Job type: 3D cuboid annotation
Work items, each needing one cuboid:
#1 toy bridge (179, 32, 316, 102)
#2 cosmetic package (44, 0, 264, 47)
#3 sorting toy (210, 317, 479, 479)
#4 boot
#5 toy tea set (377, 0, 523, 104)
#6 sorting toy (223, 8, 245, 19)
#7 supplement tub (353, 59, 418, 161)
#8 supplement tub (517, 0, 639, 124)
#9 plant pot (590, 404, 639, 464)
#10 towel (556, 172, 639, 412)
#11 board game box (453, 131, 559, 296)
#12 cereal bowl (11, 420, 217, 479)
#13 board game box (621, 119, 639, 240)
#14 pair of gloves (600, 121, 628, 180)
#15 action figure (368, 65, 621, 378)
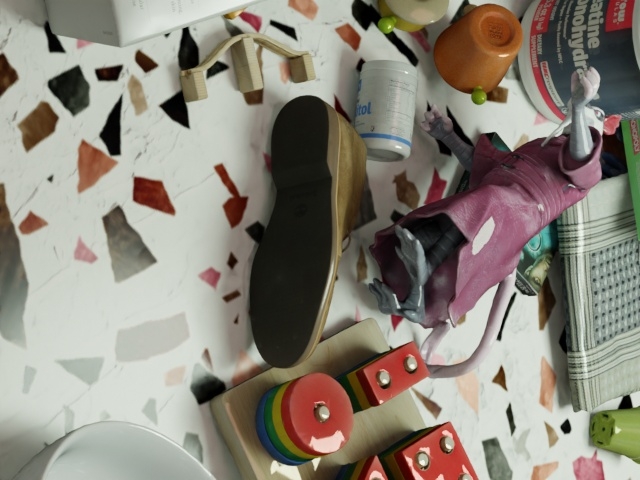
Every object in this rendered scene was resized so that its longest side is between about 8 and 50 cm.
[{"bbox_3d":[-0.083,-0.194,1.838,0.188,0.026,0.063,-15,94,-44],"label":"toy bridge"},{"bbox_3d":[-0.098,-0.337,1.673,0.366,0.155,0.197,-22,113,-31],"label":"cosmetic package"},{"bbox_3d":[0.044,0.236,1.840,0.255,0.089,0.257,-25,90,-42],"label":"sorting toy"},{"bbox_3d":[0.000,0.000,1.857,0.115,0.112,0.305,28,65,-51],"label":"boot"},{"bbox_3d":[0.195,-0.328,2.092,0.200,0.124,0.336,36,61,-3],"label":"toy tea set"},{"bbox_3d":[-0.121,-0.398,1.760,0.229,0.041,0.307,-43,118,-14],"label":"sorting toy"},{"bbox_3d":[0.076,-0.151,1.961,0.071,0.071,0.107,18,73,-43],"label":"supplement tub"},{"bbox_3d":[0.409,-0.252,2.158,0.191,0.272,0.191,5,82,-44],"label":"supplement tub"},{"bbox_3d":[0.409,0.258,2.261,0.079,0.083,0.083,10,79,-31],"label":"plant pot"},{"bbox_3d":[0.434,0.058,2.287,0.324,0.056,0.312,-11,98,-48],"label":"towel"},{"bbox_3d":[0.243,-0.032,2.148,0.186,0.026,0.126,45,57,-32],"label":"board game box"},{"bbox_3d":[-0.193,0.348,1.567,0.339,0.141,0.339,38,36,-36],"label":"cereal bowl"},{"bbox_3d":[0.507,-0.107,2.298,0.214,0.046,0.317,21,51,-30],"label":"board game box"},{"bbox_3d":[0.428,-0.117,2.343,0.159,0.023,0.198,17,76,-45],"label":"pair of gloves"},{"bbox_3d":[0.238,-0.041,1.959,0.370,0.248,0.275,-35,108,-26],"label":"action figure"}]
